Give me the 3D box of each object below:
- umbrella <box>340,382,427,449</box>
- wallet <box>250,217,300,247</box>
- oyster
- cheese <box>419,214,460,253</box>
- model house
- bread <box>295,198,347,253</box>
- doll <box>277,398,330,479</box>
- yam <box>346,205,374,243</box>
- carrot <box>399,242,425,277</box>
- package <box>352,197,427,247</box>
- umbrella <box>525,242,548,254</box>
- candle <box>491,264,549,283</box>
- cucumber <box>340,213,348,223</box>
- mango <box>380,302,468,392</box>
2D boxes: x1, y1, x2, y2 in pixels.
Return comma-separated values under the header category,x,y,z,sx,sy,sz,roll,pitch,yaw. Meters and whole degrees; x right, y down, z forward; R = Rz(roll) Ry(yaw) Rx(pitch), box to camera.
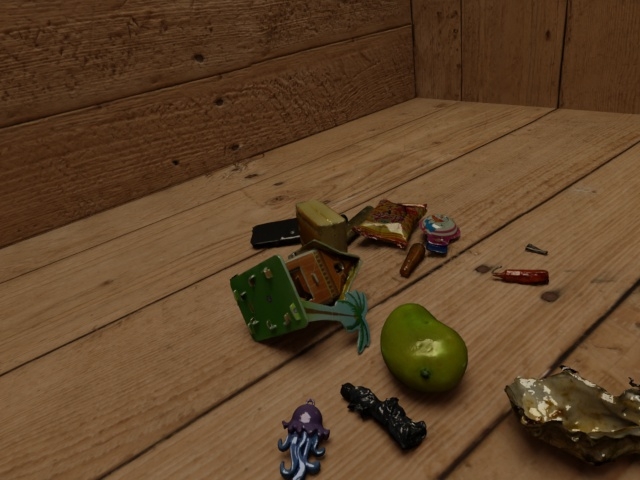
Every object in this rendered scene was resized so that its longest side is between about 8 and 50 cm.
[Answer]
category,x,y,z,sx,sy,sz,roll,pitch,yaw
umbrella,0.133,0.377,0.976,0.080,0.071,0.224,2,9,-41
wallet,-0.114,-0.045,1.844,0.377,0.051,0.197,-9,28,7
oyster,0.538,0.337,0.836,0.336,0.133,0.198,0,28,15
cheese,0.437,-0.030,1.597,0.155,0.062,0.244,13,37,13
model house,-0.024,0.185,1.284,0.323,0.340,0.300,-22,-5,-40
bread,0.000,0.000,1.531,0.111,0.239,0.246,-14,30,-18
doll,-0.039,0.437,0.932,0.109,0.067,0.206,9,43,7
yam,0.135,-0.055,1.755,0.071,0.067,0.317,24,44,27
carrot,0.316,0.065,1.492,0.055,0.055,0.161,8,36,31
package,0.282,-0.069,1.695,0.223,0.108,0.288,15,44,29
umbrella,0.718,0.030,1.448,0.031,0.020,0.083,-29,38,-28
candle,0.607,0.104,1.320,0.162,0.048,0.053,1,48,20
cucumber,0.094,-0.083,1.838,0.048,0.048,0.105,-7,28,8
mango,0.238,0.262,1.060,0.185,0.149,0.273,-26,25,-12
